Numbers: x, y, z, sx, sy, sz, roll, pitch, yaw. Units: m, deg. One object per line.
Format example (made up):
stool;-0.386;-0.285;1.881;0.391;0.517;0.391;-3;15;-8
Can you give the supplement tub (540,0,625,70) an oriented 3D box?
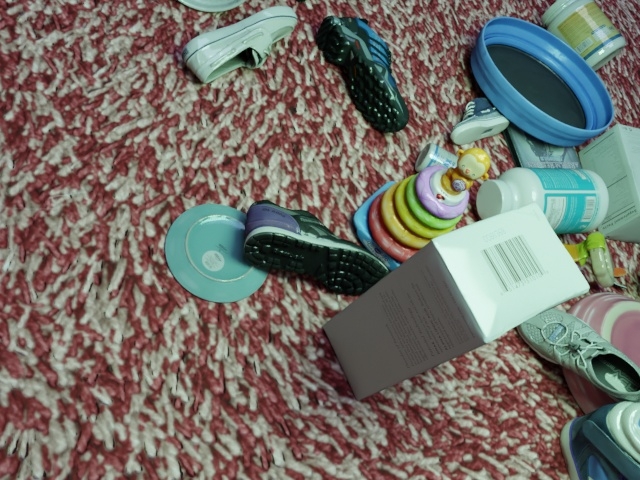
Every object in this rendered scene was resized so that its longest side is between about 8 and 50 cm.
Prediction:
supplement tub;0.711;-0.564;1.706;0.144;0.144;0.199;-28;79;-33

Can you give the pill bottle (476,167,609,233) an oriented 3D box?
pill bottle;0.473;-0.085;1.352;0.264;0.146;0.146;-1;66;-21

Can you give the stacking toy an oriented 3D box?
stacking toy;0.207;-0.073;1.134;0.175;0.302;0.166;45;56;1

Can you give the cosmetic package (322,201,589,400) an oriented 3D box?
cosmetic package;0.185;0.110;0.985;0.217;0.385;0.156;-19;73;-28

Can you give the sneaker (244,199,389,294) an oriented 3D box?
sneaker;0.000;0.000;1.126;0.283;0.107;0.124;21;39;-25

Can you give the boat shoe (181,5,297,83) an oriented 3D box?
boat shoe;-0.145;-0.390;1.259;0.268;0.096;0.088;-31;85;-32

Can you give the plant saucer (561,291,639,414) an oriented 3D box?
plant saucer;0.657;0.257;1.309;0.332;0.084;0.332;11;61;-20

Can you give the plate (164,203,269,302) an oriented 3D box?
plate;-0.172;0.016;1.084;0.188;0.024;0.188;11;61;-21

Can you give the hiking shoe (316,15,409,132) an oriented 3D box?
hiking shoe;0.121;-0.375;1.360;0.132;0.113;0.304;-23;77;-31

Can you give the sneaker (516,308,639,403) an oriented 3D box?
sneaker;0.505;0.207;1.191;0.281;0.115;0.105;32;86;27

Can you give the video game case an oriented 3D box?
video game case;0.541;-0.227;1.533;0.196;0.026;0.274;-3;66;-26

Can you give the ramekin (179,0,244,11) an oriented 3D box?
ramekin;-0.222;-0.578;1.256;0.207;0.207;0.109;14;51;-18

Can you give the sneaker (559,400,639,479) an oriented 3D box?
sneaker;0.564;0.441;1.080;0.130;0.236;0.322;-5;67;-26

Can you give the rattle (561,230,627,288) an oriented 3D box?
rattle;0.599;0.064;1.414;0.200;0.143;0.130;24;41;-56

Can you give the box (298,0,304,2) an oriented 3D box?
box;-0.067;-0.649;1.390;0.180;0.147;0.077;38;55;-4

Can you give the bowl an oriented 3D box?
bowl;0.544;-0.394;1.554;0.391;0.077;0.391;15;51;-19

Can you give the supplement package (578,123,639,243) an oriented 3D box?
supplement package;0.743;-0.133;1.510;0.134;0.139;0.244;7;64;-21

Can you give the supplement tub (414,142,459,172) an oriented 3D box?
supplement tub;0.263;-0.156;1.341;0.107;0.071;0.071;27;57;-9

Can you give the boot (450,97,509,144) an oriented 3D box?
boot;0.351;-0.280;1.454;0.190;0.069;0.086;-16;66;-39
